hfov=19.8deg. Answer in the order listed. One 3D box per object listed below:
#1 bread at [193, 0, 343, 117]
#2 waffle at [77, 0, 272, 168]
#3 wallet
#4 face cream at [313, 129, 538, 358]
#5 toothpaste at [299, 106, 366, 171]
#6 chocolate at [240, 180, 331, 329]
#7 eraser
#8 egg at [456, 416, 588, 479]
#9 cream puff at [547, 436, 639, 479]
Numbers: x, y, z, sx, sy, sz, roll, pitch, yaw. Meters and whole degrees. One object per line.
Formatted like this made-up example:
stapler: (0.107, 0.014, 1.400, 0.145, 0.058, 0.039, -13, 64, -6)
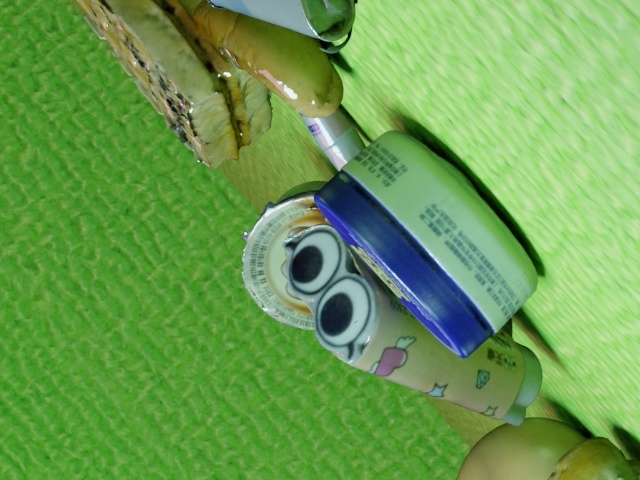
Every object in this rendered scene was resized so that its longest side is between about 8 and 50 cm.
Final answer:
bread: (-0.045, -0.183, 1.729, 0.189, 0.077, 0.114, 44, -166, 36)
waffle: (-0.202, -0.268, 2.034, 0.376, 0.114, 0.261, 51, 170, 13)
wallet: (-0.048, -0.237, 1.358, 0.231, 0.069, 0.170, 33, 146, 61)
face cream: (0.099, 0.000, 1.668, 0.206, 0.111, 0.206, 48, 176, 4)
toothpaste: (-0.020, -0.161, 1.907, 0.194, 0.043, 0.067, 55, 179, -9)
chocolate: (0.007, -0.004, 2.341, 0.221, 0.221, 0.147, 50, -157, -24)
eraser: (0.101, 0.086, 1.882, 0.290, 0.087, 0.171, 23, -150, -46)
egg: (0.258, 0.312, 2.216, 0.201, 0.201, 0.244, 46, 173, 24)
cream puff: (0.338, 0.387, 1.937, 0.343, 0.231, 0.327, 48, 179, 0)
